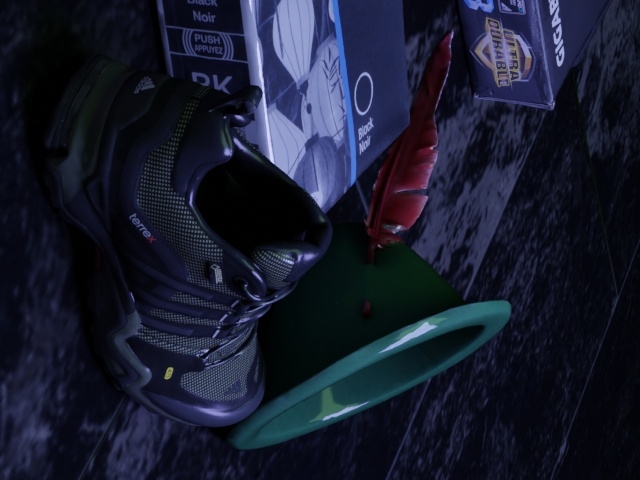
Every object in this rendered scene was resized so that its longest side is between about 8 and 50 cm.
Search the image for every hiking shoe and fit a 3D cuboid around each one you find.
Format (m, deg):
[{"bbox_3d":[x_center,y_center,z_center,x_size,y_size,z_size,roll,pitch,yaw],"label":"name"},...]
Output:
[{"bbox_3d":[-0.050,0.017,0.781,0.086,0.114,0.227,-60,148,-35],"label":"hiking shoe"}]

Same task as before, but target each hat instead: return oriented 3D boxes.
[{"bbox_3d":[0.000,0.000,0.962,0.208,0.173,0.183,-9,68,-52],"label":"hat"}]

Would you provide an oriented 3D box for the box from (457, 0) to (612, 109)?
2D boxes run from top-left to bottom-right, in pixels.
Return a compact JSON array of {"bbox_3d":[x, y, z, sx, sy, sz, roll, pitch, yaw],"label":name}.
[{"bbox_3d":[0.169,-0.297,1.172,0.293,0.073,0.295,-59,146,-38],"label":"box"}]

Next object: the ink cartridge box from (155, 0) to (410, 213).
[{"bbox_3d":[-0.023,-0.174,0.832,0.165,0.065,0.333,-47,138,-48],"label":"ink cartridge box"}]
